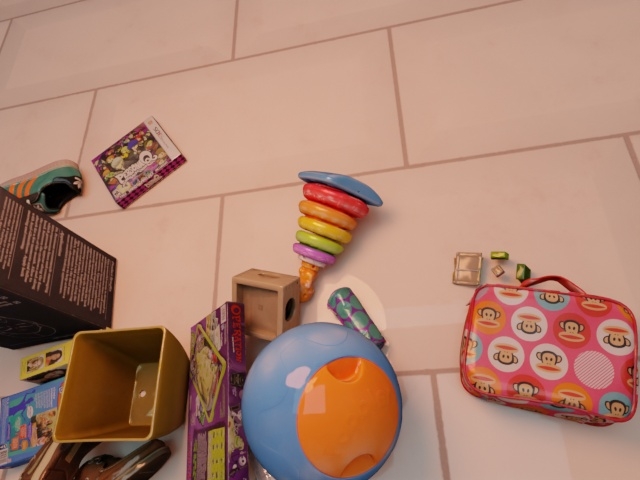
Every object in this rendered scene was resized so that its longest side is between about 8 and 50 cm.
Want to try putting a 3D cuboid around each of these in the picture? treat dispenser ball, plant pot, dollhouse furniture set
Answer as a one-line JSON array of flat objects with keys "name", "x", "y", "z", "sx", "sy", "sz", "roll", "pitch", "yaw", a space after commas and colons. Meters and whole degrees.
[{"name": "treat dispenser ball", "x": 0.002, "y": 0.294, "z": 0.814, "sx": 0.287, "sy": 0.288, "sz": 0.289, "roll": -6, "pitch": 65, "yaw": 12}, {"name": "plant pot", "x": -0.389, "y": 0.313, "z": 0.961, "sx": 0.212, "sy": 0.187, "sz": 0.212, "roll": -6, "pitch": 65, "yaw": 12}, {"name": "dollhouse furniture set", "x": 0.366, "y": 0.066, "z": 0.974, "sx": 0.151, "sy": 0.058, "sz": 0.076, "roll": 0, "pitch": 72, "yaw": 35}]

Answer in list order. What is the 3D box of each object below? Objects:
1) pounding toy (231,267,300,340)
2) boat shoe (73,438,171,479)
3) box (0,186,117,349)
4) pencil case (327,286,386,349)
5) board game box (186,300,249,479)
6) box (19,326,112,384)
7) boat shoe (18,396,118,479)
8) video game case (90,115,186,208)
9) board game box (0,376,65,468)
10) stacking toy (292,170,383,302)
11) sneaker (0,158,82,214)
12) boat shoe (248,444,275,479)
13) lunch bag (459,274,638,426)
[{"name": "pounding toy", "x": -0.095, "y": 0.181, "z": 0.998, "sx": 0.180, "sy": 0.094, "sz": 0.206, "roll": 8, "pitch": 104, "yaw": 23}, {"name": "boat shoe", "x": -0.459, "y": 0.498, "z": 0.938, "sx": 0.307, "sy": 0.111, "sz": 0.104, "roll": -36, "pitch": 62, "yaw": -5}, {"name": "box", "x": -0.717, "y": 0.088, "z": 1.032, "sx": 0.293, "sy": 0.395, "sz": 0.212, "roll": -12, "pitch": 63, "yaw": 8}, {"name": "pencil case", "x": 0.074, "y": 0.177, "z": 0.975, "sx": 0.070, "sy": 0.065, "sz": 0.152, "roll": -27, "pitch": 61, "yaw": -17}, {"name": "board game box", "x": -0.215, "y": 0.321, "z": 0.925, "sx": 0.208, "sy": 0.056, "sz": 0.347, "roll": -31, "pitch": 55, "yaw": 43}, {"name": "box", "x": -0.588, "y": 0.281, "z": 1.086, "sx": 0.232, "sy": 0.087, "sz": 0.058, "roll": -21, "pitch": 60, "yaw": 5}, {"name": "boat shoe", "x": -0.527, "y": 0.416, "z": 0.950, "sx": 0.095, "sy": 0.095, "sz": 0.257, "roll": -14, "pitch": 21, "yaw": 20}, {"name": "video game case", "x": -0.539, "y": -0.235, "z": 1.335, "sx": 0.232, "sy": 0.042, "sz": 0.210, "roll": -38, "pitch": 61, "yaw": -5}, {"name": "board game box", "x": -0.642, "y": 0.419, "z": 1.057, "sx": 0.210, "sy": 0.047, "sz": 0.160, "roll": -19, "pitch": 63, "yaw": 5}, {"name": "stacking toy", "x": 0.000, "y": 0.000, "z": 1.043, "sx": 0.165, "sy": 0.175, "sz": 0.302, "roll": 19, "pitch": 89, "yaw": 58}, {"name": "sneaker", "x": -0.843, "y": -0.121, "z": 1.323, "sx": 0.302, "sy": 0.108, "sz": 0.121, "roll": -30, "pitch": 58, "yaw": -2}, {"name": "boat shoe", "x": -0.103, "y": 0.465, "z": 0.891, "sx": 0.063, "sy": 0.066, "sz": 0.184, "roll": -38, "pitch": 64, "yaw": 11}, {"name": "lunch bag", "x": 0.419, "y": 0.188, "z": 0.850, "sx": 0.292, "sy": 0.120, "sz": 0.258, "roll": 8, "pitch": 68, "yaw": 18}]
